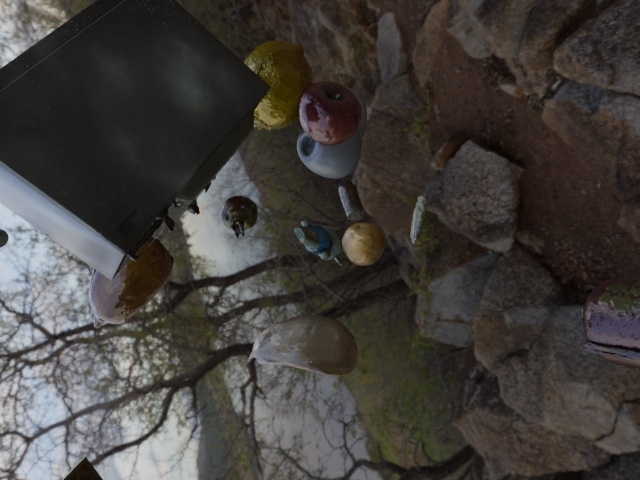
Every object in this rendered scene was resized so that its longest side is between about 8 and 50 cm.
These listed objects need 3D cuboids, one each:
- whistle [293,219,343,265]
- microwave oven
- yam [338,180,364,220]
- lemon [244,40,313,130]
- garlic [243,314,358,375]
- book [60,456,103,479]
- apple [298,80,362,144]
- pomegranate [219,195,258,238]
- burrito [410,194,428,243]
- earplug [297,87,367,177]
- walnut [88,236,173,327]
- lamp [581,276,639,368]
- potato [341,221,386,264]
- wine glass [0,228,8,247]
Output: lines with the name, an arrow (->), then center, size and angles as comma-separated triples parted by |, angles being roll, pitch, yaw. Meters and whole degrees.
whistle -> 0.000, 0.000, 1.068 | 0.114, 0.077, 0.235 | 60, -167, 19
microwave oven -> -0.350, -0.198, 0.829 | 0.374, 0.432, 0.236 | 40, 151, -13
yam -> 0.121, -0.154, 1.751 | 0.079, 0.079, 0.141 | 98, 161, -57
lemon -> -0.125, -0.415, 1.217 | 0.260, 0.204, 0.204 | -54, 46, 30
garlic -> -0.067, 0.308, 1.227 | 0.196, 0.337, 0.151 | 84, -175, -46
book -> -0.580, 0.698, 1.132 | 0.242, 0.018, 0.170 | 57, -162, -7
apple -> 0.022, -0.293, 1.048 | 0.154, 0.153, 0.120 | 63, 149, 33
pomegranate -> -0.283, -0.080, 1.511 | 0.159, 0.129, 0.130 | -57, -31, -49
burrito -> 0.362, -0.078, 1.664 | 0.058, 0.044, 0.189 | -41, -40, -66
earplug -> 0.034, -0.312, 1.295 | 0.214, 0.174, 0.326 | -51, 18, 40
walnut -> -0.596, 0.127, 1.376 | 0.208, 0.336, 0.209 | 36, 180, 0
lamp -> 0.589, 0.155, 0.814 | 0.258, 0.179, 0.180 | 165, 89, -72
potato -> 0.162, 0.015, 1.661 | 0.234, 0.150, 0.146 | 92, 153, -72
wine glass -> -0.956, -0.026, 1.292 | 0.155, 0.073, 0.074 | -38, 69, 61
